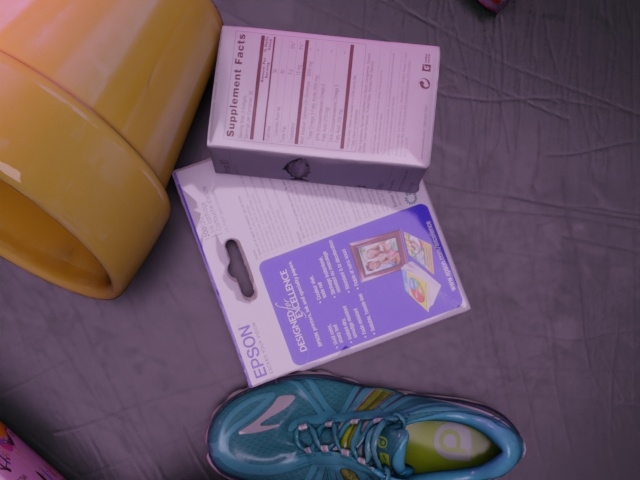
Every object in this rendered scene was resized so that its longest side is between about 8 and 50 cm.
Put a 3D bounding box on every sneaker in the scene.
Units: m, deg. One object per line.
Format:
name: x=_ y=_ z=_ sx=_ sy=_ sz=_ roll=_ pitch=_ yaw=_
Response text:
sneaker: x=0.039 y=0.166 z=1.062 sx=0.275 sy=0.110 sz=0.107 roll=1 pitch=86 yaw=-2

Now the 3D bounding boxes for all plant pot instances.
plant pot: x=-0.207 y=-0.118 z=1.011 sx=0.254 sy=0.254 sz=0.239 roll=31 pitch=70 yaw=-1

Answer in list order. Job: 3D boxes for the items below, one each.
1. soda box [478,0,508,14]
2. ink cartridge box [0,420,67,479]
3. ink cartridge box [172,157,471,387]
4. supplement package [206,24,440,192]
soda box: x=0.200 y=-0.292 z=1.116 sx=0.058 sy=0.063 sz=0.183 roll=41 pitch=86 yaw=0
ink cartridge box: x=-0.315 y=0.227 z=1.010 sx=0.233 sy=0.171 sz=0.168 roll=42 pitch=85 yaw=-1
ink cartridge box: x=0.000 y=0.000 z=1.098 sx=0.208 sy=0.045 sz=0.206 roll=-19 pitch=85 yaw=-4
supplement package: x=0.002 y=-0.107 z=1.035 sx=0.179 sy=0.105 sz=0.105 roll=6 pitch=81 yaw=0
